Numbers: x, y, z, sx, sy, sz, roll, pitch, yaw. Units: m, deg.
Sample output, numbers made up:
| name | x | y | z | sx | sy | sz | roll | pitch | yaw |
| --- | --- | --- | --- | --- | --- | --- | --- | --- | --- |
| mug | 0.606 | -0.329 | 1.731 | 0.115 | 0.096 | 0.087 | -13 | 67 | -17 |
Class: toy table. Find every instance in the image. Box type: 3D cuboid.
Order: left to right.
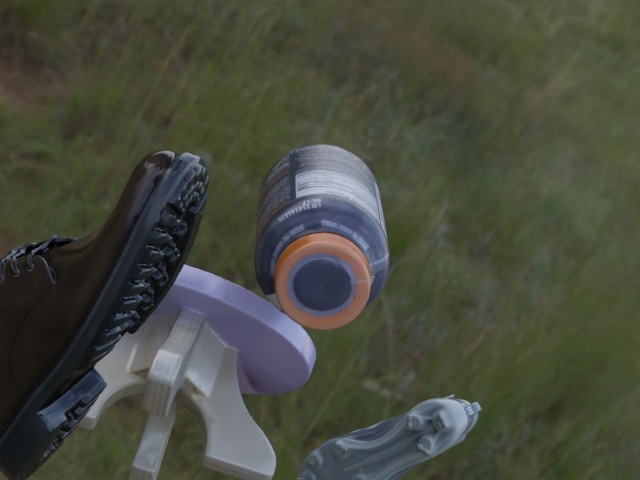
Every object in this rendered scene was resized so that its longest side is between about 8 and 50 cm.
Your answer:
| name | x | y | z | sx | sy | sz | roll | pitch | yaw |
| --- | --- | --- | --- | --- | --- | --- | --- | --- | --- |
| toy table | -0.155 | 0.140 | 1.433 | 0.274 | 0.252 | 0.161 | 11 | 52 | 9 |

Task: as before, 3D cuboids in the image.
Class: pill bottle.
| name | x | y | z | sx | sy | sz | roll | pitch | yaw |
| --- | --- | --- | --- | --- | --- | --- | --- | --- | --- |
| pill bottle | 0.000 | 0.000 | 1.375 | 0.130 | 0.130 | 0.246 | 26 | 18 | -10 |

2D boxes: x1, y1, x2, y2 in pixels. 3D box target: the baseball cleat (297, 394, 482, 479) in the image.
| name | x | y | z | sx | sy | sz | roll | pitch | yaw |
| --- | --- | --- | --- | --- | --- | --- | --- | --- | --- |
| baseball cleat | 0.078 | 0.219 | 1.461 | 0.109 | 0.206 | 0.072 | -1 | 69 | -57 |

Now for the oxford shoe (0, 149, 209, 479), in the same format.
| name | x | y | z | sx | sy | sz | roll | pitch | yaw |
| --- | --- | --- | --- | --- | --- | --- | --- | --- | --- |
| oxford shoe | -0.144 | 0.029 | 0.769 | 0.096 | 0.227 | 0.083 | 41 | 22 | 7 |
